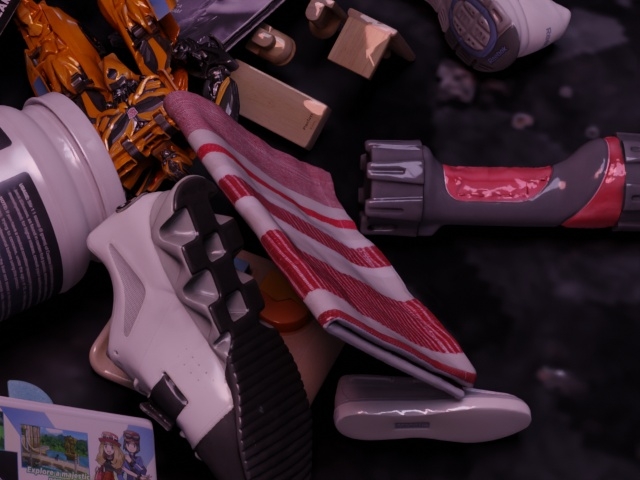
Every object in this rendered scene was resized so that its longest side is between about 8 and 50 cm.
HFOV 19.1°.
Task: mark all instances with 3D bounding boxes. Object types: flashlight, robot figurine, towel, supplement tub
[{"bbox_3d":[0.193,-0.062,1.924,0.304,0.103,0.103,3,54,-6],"label":"flashlight"},{"bbox_3d":[-0.203,-0.167,1.926,0.211,0.085,0.291,-38,53,9],"label":"robot figurine"},{"bbox_3d":[0.000,0.000,1.762,0.037,0.237,0.329,-47,49,13],"label":"towel"},{"bbox_3d":[-0.335,-0.011,1.767,0.272,0.191,0.191,-26,61,-23],"label":"supplement tub"}]

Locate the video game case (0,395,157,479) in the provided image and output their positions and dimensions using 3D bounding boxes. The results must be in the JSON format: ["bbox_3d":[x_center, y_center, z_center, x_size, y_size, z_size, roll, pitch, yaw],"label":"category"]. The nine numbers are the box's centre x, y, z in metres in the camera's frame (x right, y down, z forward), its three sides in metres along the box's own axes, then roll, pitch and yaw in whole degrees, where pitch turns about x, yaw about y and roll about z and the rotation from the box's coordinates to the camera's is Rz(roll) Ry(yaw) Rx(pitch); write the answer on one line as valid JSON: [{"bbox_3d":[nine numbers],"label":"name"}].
[{"bbox_3d":[-0.272,0.266,1.542,0.329,0.036,0.300,13,58,-34],"label":"video game case"}]

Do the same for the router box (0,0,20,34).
[{"bbox_3d":[-0.385,-0.194,1.813,0.133,0.046,0.179,30,95,-17],"label":"router box"}]

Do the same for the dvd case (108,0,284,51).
[{"bbox_3d":[-0.100,-0.268,2.045,0.164,0.018,0.221,12,45,42],"label":"dvd case"}]

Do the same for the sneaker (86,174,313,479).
[{"bbox_3d":[-0.113,0.116,1.717,0.122,0.146,0.330,-19,91,-59],"label":"sneaker"}]

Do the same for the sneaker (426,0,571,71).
[{"bbox_3d":[0.160,-0.304,2.117,0.129,0.111,0.297,-15,59,-36],"label":"sneaker"}]

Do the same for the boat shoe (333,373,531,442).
[{"bbox_3d":[0.104,0.151,1.786,0.184,0.066,0.063,-3,54,3],"label":"boat shoe"}]

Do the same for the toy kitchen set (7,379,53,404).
[{"bbox_3d":[-0.329,0.199,1.655,0.207,0.122,0.166,-5,54,-10],"label":"toy kitchen set"}]

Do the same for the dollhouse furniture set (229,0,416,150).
[{"bbox_3d":[-0.005,-0.175,2.031,0.144,0.123,0.151,28,90,14],"label":"dollhouse furniture set"}]

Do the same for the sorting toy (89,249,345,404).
[{"bbox_3d":[-0.088,0.085,1.821,0.208,0.038,0.193,23,54,10],"label":"sorting toy"}]
